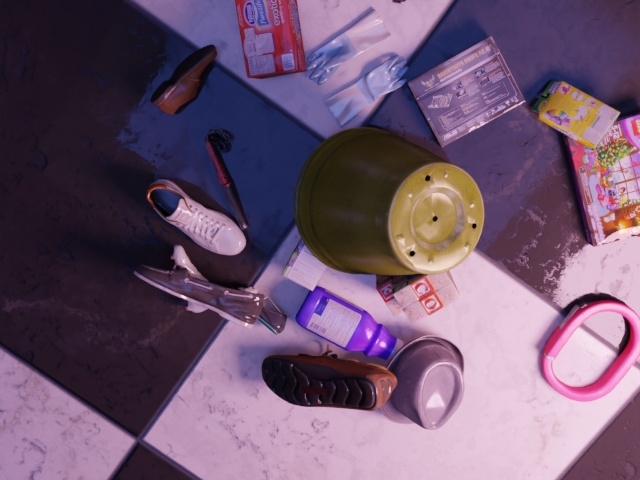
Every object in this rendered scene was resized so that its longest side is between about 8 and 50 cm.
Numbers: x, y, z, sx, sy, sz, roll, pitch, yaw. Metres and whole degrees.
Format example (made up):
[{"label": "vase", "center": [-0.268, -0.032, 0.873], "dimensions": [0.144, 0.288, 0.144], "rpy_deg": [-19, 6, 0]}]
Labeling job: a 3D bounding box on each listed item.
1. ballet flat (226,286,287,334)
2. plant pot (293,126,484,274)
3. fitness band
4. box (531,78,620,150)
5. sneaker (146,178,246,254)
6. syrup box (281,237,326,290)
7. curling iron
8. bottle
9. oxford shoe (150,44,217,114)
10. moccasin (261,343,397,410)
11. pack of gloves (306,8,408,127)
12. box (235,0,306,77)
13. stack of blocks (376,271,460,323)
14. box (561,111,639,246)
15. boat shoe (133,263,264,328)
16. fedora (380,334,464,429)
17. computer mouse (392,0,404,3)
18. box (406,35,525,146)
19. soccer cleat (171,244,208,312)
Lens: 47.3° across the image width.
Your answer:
[{"label": "ballet flat", "center": [-0.173, 0.169, 1.945], "dimensions": [0.203, 0.074, 0.074], "rpy_deg": [35, 102, 3]}, {"label": "plant pot", "center": [0.175, -0.071, 1.651], "dimensions": [0.367, 0.353, 0.366], "rpy_deg": [-4, 100, -23]}, {"label": "fitness band", "center": [0.710, 0.286, 1.904], "dimensions": [0.209, 0.054, 0.290], "rpy_deg": [32, 103, -3]}, {"label": "box", "center": [0.610, -0.305, 1.759], "dimensions": [0.179, 0.043, 0.105], "rpy_deg": [36, 86, 17]}, {"label": "sneaker", "center": [-0.328, -0.047, 1.880], "dimensions": [0.290, 0.123, 0.106], "rpy_deg": [33, 100, -4]}, {"label": "syrup box", "center": [0.000, 0.000, 1.877], "dimensions": [0.096, 0.093, 0.236], "rpy_deg": [28, 103, -1]}, {"label": "curling iron", "center": [-0.237, -0.159, 1.892], "dimensions": [0.068, 0.035, 0.273], "rpy_deg": [-13, 100, 7]}, {"label": "bottle", "center": [0.079, 0.228, 1.919], "dimensions": [0.283, 0.092, 0.118], "rpy_deg": [27, 99, -2]}, {"label": "oxford shoe", "center": [-0.330, -0.405, 1.842], "dimensions": [0.212, 0.076, 0.076], "rpy_deg": [-43, 126, 9]}, {"label": "moccasin", "center": [0.014, 0.352, 1.902], "dimensions": [0.380, 0.147, 0.139], "rpy_deg": [-5, 96, 32]}, {"label": "pack of gloves", "center": [0.091, -0.424, 1.807], "dimensions": [0.232, 0.046, 0.195], "rpy_deg": [-33, 96, 10]}, {"label": "box", "center": [-0.122, -0.526, 1.757], "dimensions": [0.128, 0.122, 0.256], "rpy_deg": [-6, 101, 12]}, {"label": "stack of blocks", "center": [0.229, 0.104, 1.777], "dimensions": [0.171, 0.297, 0.087], "rpy_deg": [-32, 98, 9]}, {"label": "box", "center": [0.735, -0.151, 1.807], "dimensions": [0.201, 0.057, 0.293], "rpy_deg": [-16, 100, 7]}, {"label": "boat shoe", "center": [-0.304, 0.117, 1.863], "dimensions": [0.335, 0.112, 0.095], "rpy_deg": [25, 86, -5]}, {"label": "fedora", "center": [0.282, 0.386, 1.883], "dimensions": [0.244, 0.124, 0.275], "rpy_deg": [8, 106, -21]}, {"label": "computer mouse", "center": [0.101, -0.685, 1.744], "dimensions": [0.272, 0.072, 0.188], "rpy_deg": [10, 101, -10]}, {"label": "box", "center": [0.354, -0.363, 1.793], "dimensions": [0.231, 0.056, 0.183], "rpy_deg": [-29, 98, 9]}, {"label": "soccer cleat", "center": [-0.340, 0.098, 1.942], "dimensions": [0.076, 0.068, 0.196], "rpy_deg": [-14, 108, 2]}]
